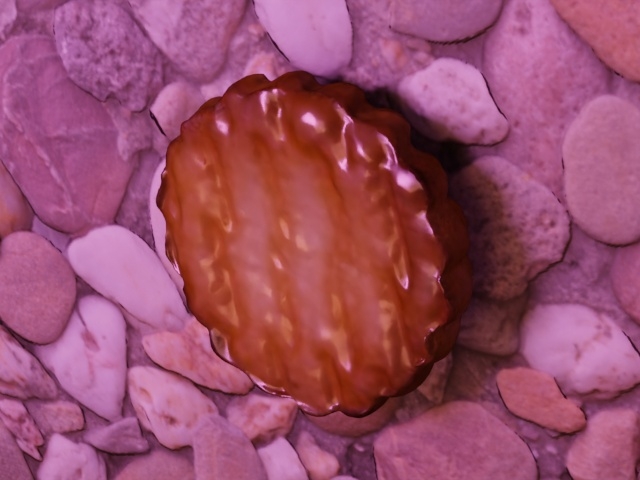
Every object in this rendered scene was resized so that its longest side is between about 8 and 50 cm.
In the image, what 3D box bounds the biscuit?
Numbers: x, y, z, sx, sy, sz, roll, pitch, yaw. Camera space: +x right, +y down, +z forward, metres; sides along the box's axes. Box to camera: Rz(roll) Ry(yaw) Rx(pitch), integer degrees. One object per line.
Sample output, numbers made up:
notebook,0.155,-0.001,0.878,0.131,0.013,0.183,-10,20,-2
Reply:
biscuit,0.000,0.000,1.518,0.326,0.107,0.325,15,118,30
